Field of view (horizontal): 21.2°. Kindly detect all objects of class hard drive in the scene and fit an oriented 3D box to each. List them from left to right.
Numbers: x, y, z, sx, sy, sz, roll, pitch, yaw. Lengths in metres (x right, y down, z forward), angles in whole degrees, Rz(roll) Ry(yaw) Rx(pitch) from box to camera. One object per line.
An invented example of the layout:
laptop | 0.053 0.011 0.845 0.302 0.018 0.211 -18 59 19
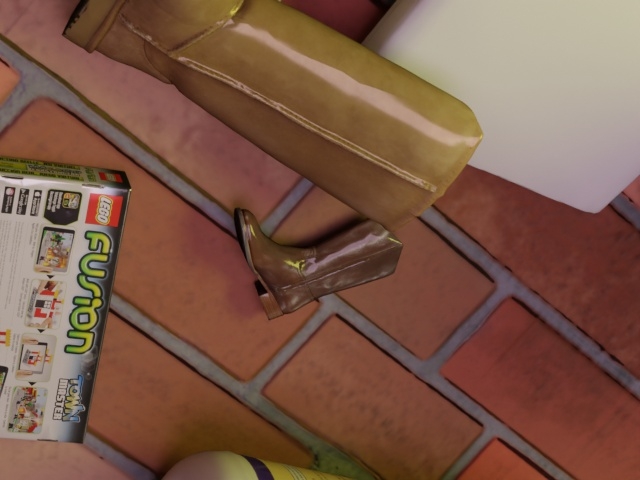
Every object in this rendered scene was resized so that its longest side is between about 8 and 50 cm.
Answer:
hard drive | 0.199 -0.168 1.143 0.233 0.047 0.353 21 136 -22

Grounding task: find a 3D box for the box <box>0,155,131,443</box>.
box | -0.210 0.045 1.224 0.114 0.036 0.207 7 111 -18

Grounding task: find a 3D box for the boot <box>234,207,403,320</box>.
boot | 0.000 0.000 1.261 0.114 0.037 0.106 -20 130 -2

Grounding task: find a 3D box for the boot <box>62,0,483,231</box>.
boot | -0.008 -0.132 1.107 0.269 0.236 0.089 30 60 -13

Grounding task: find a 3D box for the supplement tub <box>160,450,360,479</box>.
supplement tub | 0.030 0.303 1.289 0.331 0.241 0.241 15 108 -20
